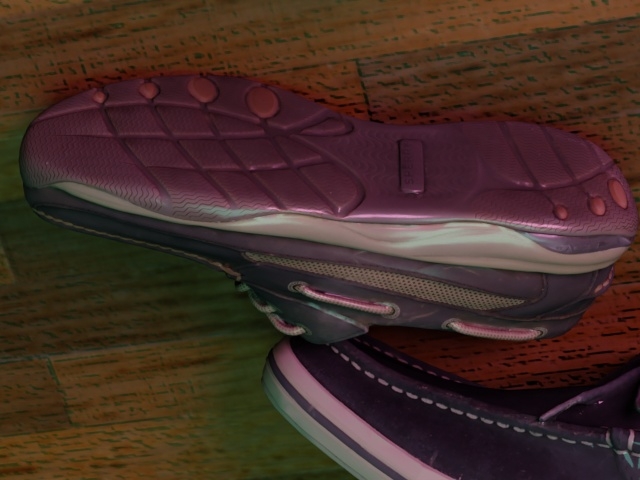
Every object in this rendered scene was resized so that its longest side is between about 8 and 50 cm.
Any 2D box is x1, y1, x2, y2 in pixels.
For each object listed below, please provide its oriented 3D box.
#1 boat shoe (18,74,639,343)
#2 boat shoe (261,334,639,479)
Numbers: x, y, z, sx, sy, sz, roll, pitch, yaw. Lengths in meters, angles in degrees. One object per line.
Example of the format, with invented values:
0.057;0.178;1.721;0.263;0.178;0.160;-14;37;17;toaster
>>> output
0.000;0.000;1.127;0.355;0.132;0.130;9;126;1;boat shoe
0.206;0.135;1.160;0.500;0.187;0.156;20;94;16;boat shoe
